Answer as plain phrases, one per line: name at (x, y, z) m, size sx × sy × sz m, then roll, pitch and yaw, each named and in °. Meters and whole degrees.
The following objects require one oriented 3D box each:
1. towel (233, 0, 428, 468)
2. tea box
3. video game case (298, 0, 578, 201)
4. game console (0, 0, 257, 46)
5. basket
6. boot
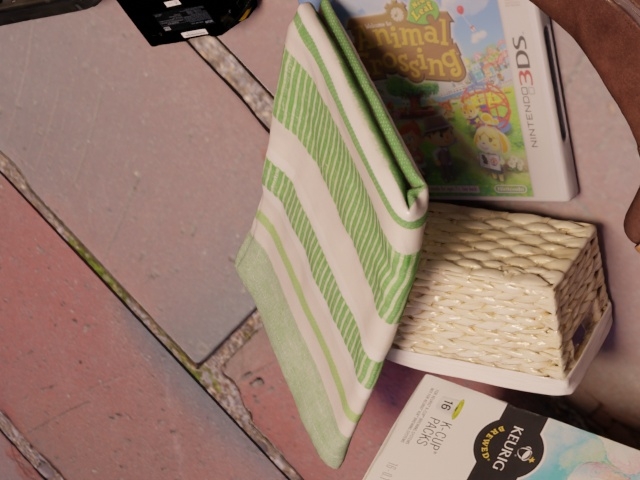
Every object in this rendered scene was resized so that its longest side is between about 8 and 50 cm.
towel at (0.000, 0.000, 1.094) m, size 0.325 × 0.038 × 0.248 m, roll 108°, pitch 146°, yaw -46°
tea box at (0.199, 0.326, 1.073) m, size 0.324 × 0.220 × 0.329 m, roll 17°, pitch 146°, yaw 26°
video game case at (0.091, -0.122, 1.065) m, size 0.212 × 0.023 × 0.193 m, roll 2°, pitch 118°, yaw 34°
game console at (-0.233, -0.256, 1.160) m, size 0.361 × 0.044 × 0.213 m, roll -1°, pitch 137°, yaw 40°
basket at (0.139, 0.042, 1.067) m, size 0.167 × 0.113 × 0.103 m, roll 10°, pitch 126°, yaw 29°
boot at (0.221, -0.130, 0.937) m, size 0.207 × 0.090 × 0.248 m, roll 37°, pitch 128°, yaw 19°
